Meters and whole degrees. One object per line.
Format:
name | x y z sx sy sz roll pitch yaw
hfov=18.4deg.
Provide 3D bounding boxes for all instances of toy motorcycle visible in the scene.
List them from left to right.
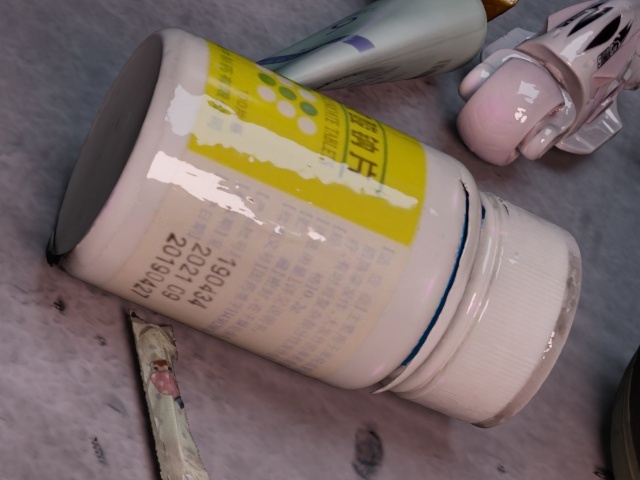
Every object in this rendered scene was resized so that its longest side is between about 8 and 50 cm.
toy motorcycle | 0.177 -0.124 1.374 0.112 0.112 0.254 44 34 9

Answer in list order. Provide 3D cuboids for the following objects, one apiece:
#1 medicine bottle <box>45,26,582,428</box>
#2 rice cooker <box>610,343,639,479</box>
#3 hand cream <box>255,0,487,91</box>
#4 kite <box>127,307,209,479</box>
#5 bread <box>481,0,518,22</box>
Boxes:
medicine bottle | 0.000 0.000 1.052 0.258 0.143 0.143 25 37 -19
rice cooker | 0.322 0.096 1.103 0.288 0.277 0.288 8 53 -11
hand cream | 0.009 -0.110 1.235 0.321 0.109 0.067 -28 104 -54
kite | -0.048 0.175 0.922 0.406 0.014 0.368 13 41 -30
bread | 0.090 -0.187 1.387 0.090 0.094 0.035 31 75 -11
